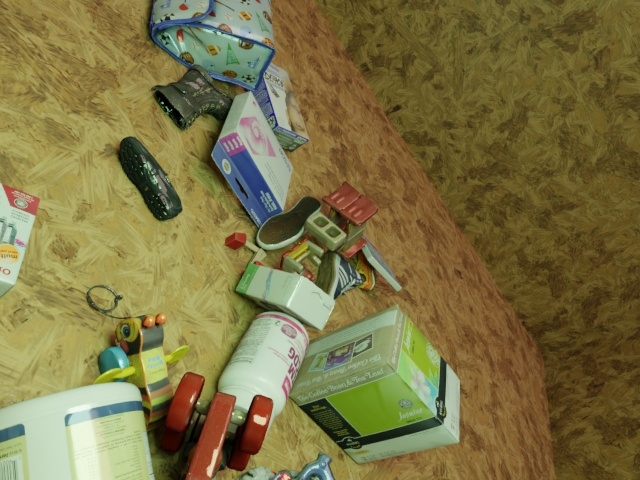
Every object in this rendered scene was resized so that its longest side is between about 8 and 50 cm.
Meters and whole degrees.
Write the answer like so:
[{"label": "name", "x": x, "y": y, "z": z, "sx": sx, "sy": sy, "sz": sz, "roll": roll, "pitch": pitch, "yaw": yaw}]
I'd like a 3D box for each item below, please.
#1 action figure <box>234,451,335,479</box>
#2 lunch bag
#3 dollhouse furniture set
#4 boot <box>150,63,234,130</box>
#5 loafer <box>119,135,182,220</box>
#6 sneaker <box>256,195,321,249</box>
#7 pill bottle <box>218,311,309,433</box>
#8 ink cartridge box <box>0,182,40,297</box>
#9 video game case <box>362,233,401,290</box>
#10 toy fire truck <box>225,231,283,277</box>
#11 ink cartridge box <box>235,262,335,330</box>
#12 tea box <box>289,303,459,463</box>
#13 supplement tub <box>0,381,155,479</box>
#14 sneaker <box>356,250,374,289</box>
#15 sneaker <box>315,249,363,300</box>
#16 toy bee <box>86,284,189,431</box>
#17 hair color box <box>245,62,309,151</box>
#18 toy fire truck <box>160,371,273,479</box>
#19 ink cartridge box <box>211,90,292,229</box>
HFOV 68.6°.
[{"label": "action figure", "x": -0.082, "y": 0.634, "z": 0.981, "sx": 0.341, "sy": 0.178, "sz": 0.330, "roll": -33, "pitch": 86, "yaw": -32}, {"label": "lunch bag", "x": -0.362, "y": -0.737, "z": 1.577, "sx": 0.386, "sy": 0.239, "sz": 0.327, "roll": 10, "pitch": 55, "yaw": -25}, {"label": "dollhouse furniture set", "x": 0.000, "y": 0.000, "z": 1.481, "sx": 0.152, "sy": 0.201, "sz": 0.374, "roll": 40, "pitch": 56, "yaw": 20}, {"label": "boot", "x": -0.373, "y": -0.402, "z": 1.444, "sx": 0.263, "sy": 0.091, "sz": 0.228, "roll": 46, "pitch": 40, "yaw": -22}, {"label": "loafer", "x": -0.420, "y": -0.155, "z": 1.168, "sx": 0.223, "sy": 0.076, "sz": 0.078, "roll": 61, "pitch": 25, "yaw": -8}, {"label": "sneaker", "x": -0.100, "y": -0.028, "z": 1.495, "sx": 0.106, "sy": 0.123, "sz": 0.290, "roll": 38, "pitch": 44, "yaw": 14}, {"label": "pill bottle", "x": -0.140, "y": 0.313, "z": 1.100, "sx": 0.160, "sy": 0.160, "sz": 0.283, "roll": 50, "pitch": 33, "yaw": -17}, {"label": "ink cartridge box", "x": -0.566, "y": 0.003, "z": 0.763, "sx": 0.128, "sy": 0.127, "sz": 0.176, "roll": 29, "pitch": 44, "yaw": -42}, {"label": "video game case", "x": 0.211, "y": 0.059, "z": 1.848, "sx": 0.204, "sy": 0.025, "sz": 0.285, "roll": 45, "pitch": 12, "yaw": -29}, {"label": "toy fire truck", "x": -0.183, "y": 0.064, "z": 1.353, "sx": 0.192, "sy": 0.047, "sz": 0.135, "roll": 24, "pitch": 47, "yaw": -44}, {"label": "ink cartridge box", "x": -0.092, "y": 0.144, "z": 1.224, "sx": 0.154, "sy": 0.213, "sz": 0.093, "roll": 42, "pitch": 66, "yaw": -41}, {"label": "tea box", "x": 0.156, "y": 0.404, "z": 1.292, "sx": 0.323, "sy": 0.329, "sz": 0.220, "roll": 50, "pitch": 33, "yaw": -18}, {"label": "supplement tub", "x": -0.350, "y": 0.386, "z": 0.664, "sx": 0.228, "sy": 0.228, "sz": 0.316, "roll": 9, "pitch": 58, "yaw": -53}, {"label": "sneaker", "x": 0.167, "y": 0.109, "z": 1.819, "sx": 0.068, "sy": 0.064, "sz": 0.175, "roll": 19, "pitch": 45, "yaw": -31}, {"label": "sneaker", "x": 0.064, "y": 0.159, "z": 1.588, "sx": 0.153, "sy": 0.099, "sz": 0.282, "roll": 44, "pitch": 31, "yaw": -22}, {"label": "toy bee", "x": -0.347, "y": 0.209, "z": 0.883, "sx": 0.298, "sy": 0.162, "sz": 0.195, "roll": 56, "pitch": 33, "yaw": -8}, {"label": "hair color box", "x": -0.176, "y": -0.523, "z": 1.796, "sx": 0.185, "sy": 0.110, "sz": 0.338, "roll": 10, "pitch": 59, "yaw": -54}, {"label": "toy fire truck", "x": -0.211, "y": 0.398, "z": 0.822, "sx": 0.170, "sy": 0.302, "sz": 0.253, "roll": 20, "pitch": 47, "yaw": -5}, {"label": "ink cartridge box", "x": -0.197, "y": -0.247, "z": 1.476, "sx": 0.330, "sy": 0.072, "sz": 0.324, "roll": -85, "pitch": 155, "yaw": -44}]
